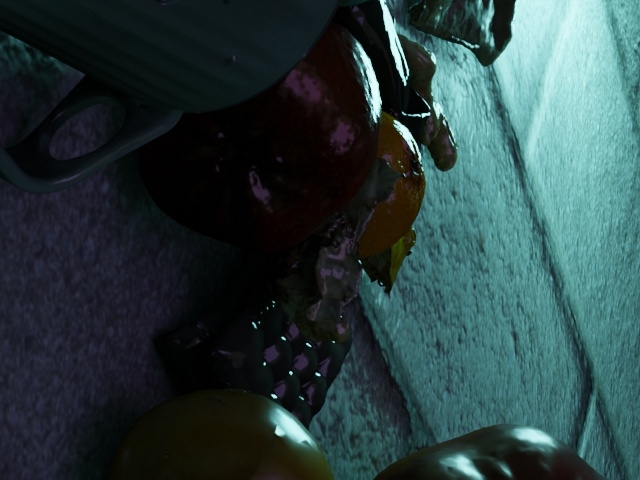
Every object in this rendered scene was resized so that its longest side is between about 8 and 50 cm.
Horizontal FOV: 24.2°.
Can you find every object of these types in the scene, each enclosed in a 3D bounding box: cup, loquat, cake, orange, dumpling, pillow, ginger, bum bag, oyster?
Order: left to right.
[{"bbox_3d":[-0.186,-0.250,1.231,0.392,0.310,0.401,15,75,-58],"label":"cup"},{"bbox_3d":[-0.099,0.259,1.488,0.235,0.235,0.235,0,90,-64],"label":"loquat"},{"bbox_3d":[-0.058,0.118,1.723,0.326,0.101,0.228,-55,140,-48],"label":"pillow"},{"bbox_3d":[0.003,0.000,1.637,0.161,0.107,0.233,126,-19,-53],"label":"oyster"},{"bbox_3d":[0.049,-0.074,1.868,0.193,0.161,0.193,-13,105,-62],"label":"orange"},{"bbox_3d":[0.068,-0.254,2.010,0.142,0.080,0.326,-66,141,-48],"label":"bum bag"},{"bbox_3d":[0.070,-0.011,2.035,0.116,0.080,0.185,-66,157,-18],"label":"cake"},{"bbox_3d":[0.149,-0.200,2.190,0.288,0.075,0.089,61,43,-52],"label":"ginger"},{"bbox_3d":[0.231,-0.379,2.331,0.166,0.086,0.332,-58,156,9],"label":"dumpling"}]

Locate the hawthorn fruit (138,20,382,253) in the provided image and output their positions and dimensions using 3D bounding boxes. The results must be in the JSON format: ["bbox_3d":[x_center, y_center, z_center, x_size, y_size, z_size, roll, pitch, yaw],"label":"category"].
[{"bbox_3d":[-0.050,-0.128,1.580,0.300,0.254,0.254,-44,129,-66],"label":"hawthorn fruit"}]

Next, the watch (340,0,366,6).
[{"bbox_3d":[0.030,-0.406,1.864,0.237,0.068,0.195,46,58,-26],"label":"watch"}]

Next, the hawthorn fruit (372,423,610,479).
[{"bbox_3d":[0.213,0.478,1.936,0.472,0.472,0.472,0,90,-64],"label":"hawthorn fruit"}]
